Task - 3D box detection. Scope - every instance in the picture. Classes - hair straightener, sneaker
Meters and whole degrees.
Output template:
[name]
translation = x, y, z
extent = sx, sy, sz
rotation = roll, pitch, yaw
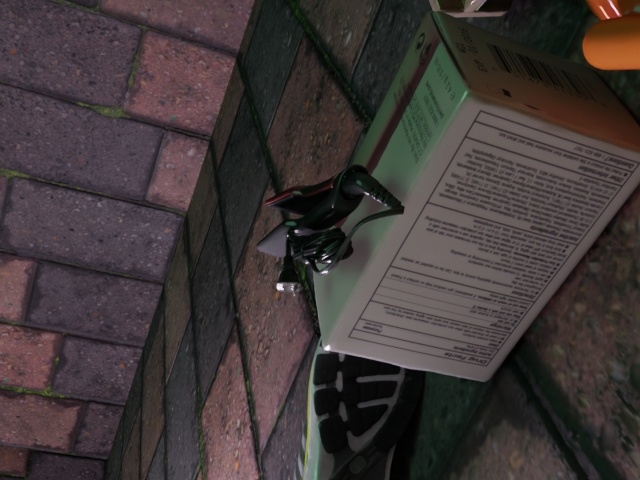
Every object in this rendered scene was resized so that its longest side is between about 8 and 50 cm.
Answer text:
[hair straightener]
translation = 0.000, 0.000, 0.577
extent = 0.230, 0.047, 0.088
rotation = 172, 111, -67
[sneaker]
translation = 0.019, 0.192, 0.750
extent = 0.121, 0.111, 0.299
rotation = 153, 130, -71

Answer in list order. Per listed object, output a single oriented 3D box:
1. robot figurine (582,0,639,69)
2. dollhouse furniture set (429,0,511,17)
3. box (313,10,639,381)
[robot figurine]
translation = 0.216, -0.160, 0.390
extent = 0.219, 0.128, 0.158
rotation = -137, 51, -68
[dollhouse furniture set]
translation = 0.183, -0.346, 0.667
extent = 0.212, 0.161, 0.242
rotation = -42, 61, 60
[box]
translation = 0.104, -0.025, 0.580
extent = 0.126, 0.149, 0.232
rotation = -99, 29, -50
